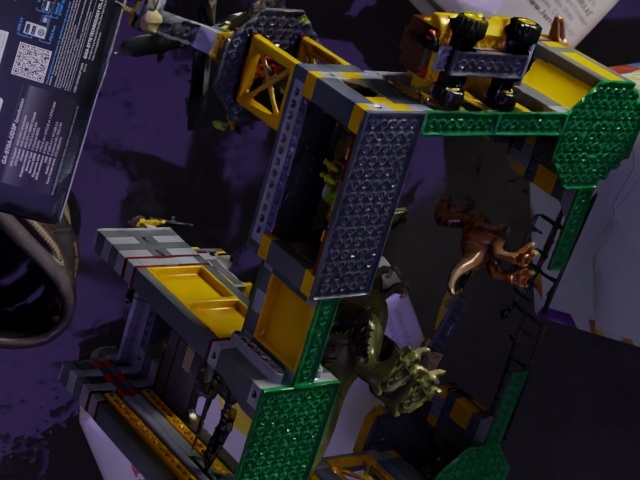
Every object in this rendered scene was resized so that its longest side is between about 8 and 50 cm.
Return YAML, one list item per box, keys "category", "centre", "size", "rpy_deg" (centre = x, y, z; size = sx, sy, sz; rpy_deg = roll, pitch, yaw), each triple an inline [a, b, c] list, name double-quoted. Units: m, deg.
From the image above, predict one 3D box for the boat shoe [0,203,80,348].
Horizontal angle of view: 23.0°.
- category: "boat shoe"
  centre: [-0.263, -0.043, 0.831]
  size: [0.355, 0.130, 0.132]
  rpy_deg: [25, 102, -38]

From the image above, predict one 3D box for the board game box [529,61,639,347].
- category: "board game box"
  centre: [0.271, -0.037, 0.916]
  size: [0.275, 0.142, 0.144]
  rpy_deg: [-11, 105, -31]

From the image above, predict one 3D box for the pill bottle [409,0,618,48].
- category: "pill bottle"
  centre: [0.150, -0.209, 0.916]
  size: [0.131, 0.131, 0.229]
  rpy_deg: [42, 93, -14]

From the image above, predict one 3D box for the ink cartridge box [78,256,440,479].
- category: "ink cartridge box"
  centre: [-0.028, 0.123, 0.982]
  size: [0.212, 0.093, 0.154]
  rpy_deg: [-20, 105, -2]

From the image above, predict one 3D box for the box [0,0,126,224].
- category: "box"
  centre: [-0.180, -0.135, 0.754]
  size: [0.175, 0.051, 0.220]
  rpy_deg: [15, 92, -19]

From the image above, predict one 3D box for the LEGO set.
- category: "LEGO set"
  centre: [0.000, 0.000, 0.841]
  size: [0.255, 0.192, 0.331]
  rpy_deg: [-11, 125, -36]
